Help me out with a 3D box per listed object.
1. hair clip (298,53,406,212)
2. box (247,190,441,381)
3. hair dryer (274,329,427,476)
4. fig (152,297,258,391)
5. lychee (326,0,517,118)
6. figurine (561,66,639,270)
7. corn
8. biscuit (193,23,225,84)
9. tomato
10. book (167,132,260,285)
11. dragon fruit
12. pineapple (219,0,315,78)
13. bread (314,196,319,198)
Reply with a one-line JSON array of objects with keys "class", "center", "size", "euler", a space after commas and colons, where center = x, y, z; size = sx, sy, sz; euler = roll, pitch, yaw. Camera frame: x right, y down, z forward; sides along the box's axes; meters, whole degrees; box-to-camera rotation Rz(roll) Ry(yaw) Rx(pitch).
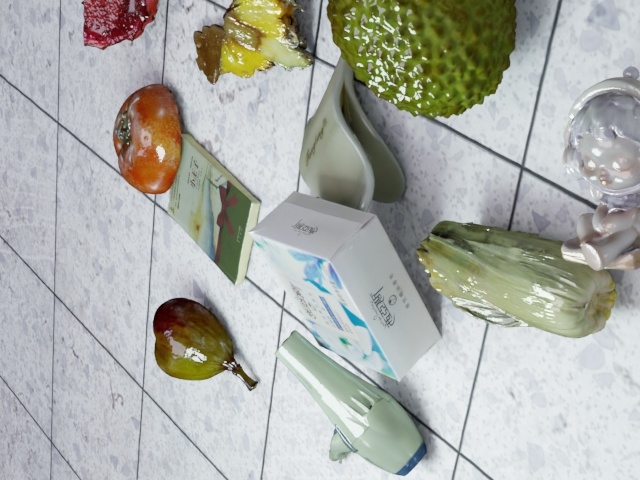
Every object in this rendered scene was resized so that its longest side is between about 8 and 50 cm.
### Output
[{"class": "hair clip", "center": [0.035, -0.145, 1.807], "size": [0.282, 0.113, 0.172], "euler": [58, 140, 26]}, {"class": "box", "center": [0.040, 0.070, 1.760], "size": [0.203, 0.116, 0.274], "euler": [20, 148, 48]}, {"class": "hair dryer", "center": [0.014, 0.279, 1.914], "size": [0.296, 0.119, 0.298], "euler": [53, 150, -13]}, {"class": "fig", "center": [-0.237, 0.232, 2.297], "size": [0.274, 0.146, 0.170], "euler": [29, 125, 31]}, {"class": "lychee", "center": [0.134, -0.322, 1.501], "size": [0.270, 0.270, 0.320], "euler": [9, 141, 53]}, {"class": "figurine", "center": [0.358, -0.088, 1.352], "size": [0.163, 0.141, 0.236], "euler": [18, 114, 46]}, {"class": "corn", "center": [0.264, 0.048, 1.538], "size": [0.305, 0.122, 0.123], "euler": [16, 157, 51]}, {"class": "biscuit", "center": [-0.204, -0.367, 2.149], "size": [0.130, 0.019, 0.119], "euler": [-35, 72, 53]}, {"class": "tomato", "center": [-0.374, -0.211, 2.345], "size": [0.237, 0.095, 0.236], "euler": [8, 100, 62]}, {"class": "book", "center": [-0.220, -0.066, 2.259], "size": [0.289, 0.026, 0.201], "euler": [41, 131, 40]}, {"class": "dragon fruit", "center": [-0.402, -0.524, 2.278], "size": [0.189, 0.163, 0.261], "euler": [-94, 9, -59]}, {"class": "pineapple", "center": [-0.069, -0.381, 1.911], "size": [0.164, 0.139, 0.249], "euler": [19, 144, 5]}, {"class": "bread", "center": [0.000, 0.000, 1.936], "size": [0.160, 0.073, 0.160], "euler": [17, 113, 47]}]
